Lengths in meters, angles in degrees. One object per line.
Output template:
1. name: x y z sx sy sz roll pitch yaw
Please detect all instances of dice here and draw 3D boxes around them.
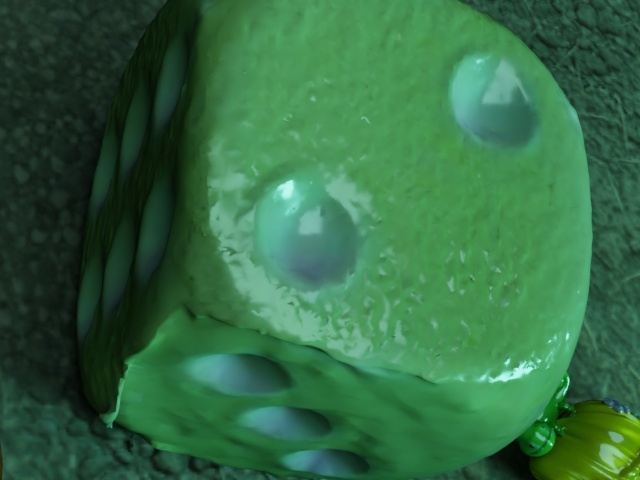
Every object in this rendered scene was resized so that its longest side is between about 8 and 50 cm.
1. dice: 0.000 0.000 0.743 0.249 0.252 0.255 12 65 -21

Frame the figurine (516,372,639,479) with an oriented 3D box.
1. figurine: 0.210 0.148 0.880 0.156 0.095 0.115 40 70 -12

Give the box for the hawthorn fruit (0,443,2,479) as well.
1. hawthorn fruit: -0.277 0.117 0.635 0.203 0.162 0.163 -25 83 -14
